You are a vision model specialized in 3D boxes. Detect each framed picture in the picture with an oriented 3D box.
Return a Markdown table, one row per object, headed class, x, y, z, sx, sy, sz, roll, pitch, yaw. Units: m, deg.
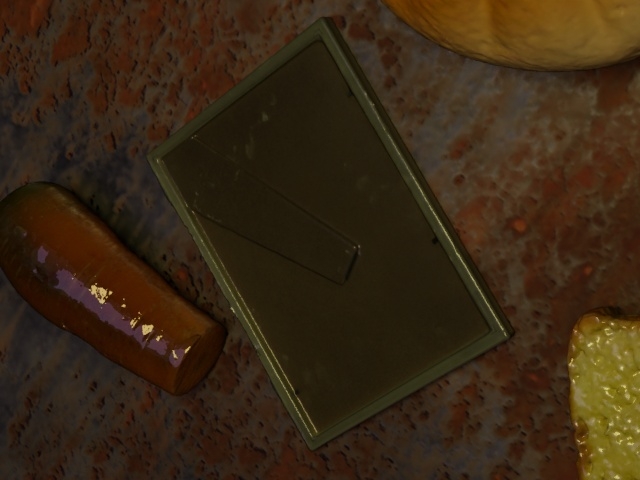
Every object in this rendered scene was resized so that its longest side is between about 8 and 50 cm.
| class | x | y | z | sx | sy | sz | roll | pitch | yaw |
| --- | --- | --- | --- | --- | --- | --- | --- | --- | --- |
| framed picture | 0.000 | 0.000 | 1.015 | 0.184 | 0.016 | 0.250 | -35 | 80 | 29 |

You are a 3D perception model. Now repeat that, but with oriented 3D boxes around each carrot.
| class | x | y | z | sx | sy | sz | roll | pitch | yaw |
| --- | --- | --- | --- | --- | --- | --- | --- | --- | --- |
| carrot | -0.161 | 0.037 | 1.073 | 0.193 | 0.087 | 0.087 | 42 | 115 | 15 |

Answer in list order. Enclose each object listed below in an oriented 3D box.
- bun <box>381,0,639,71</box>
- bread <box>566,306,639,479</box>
| class | x | y | z | sx | sy | sz | roll | pitch | yaw |
| --- | --- | --- | --- | --- | --- | --- | --- | --- | --- |
| bun | 0.126 | -0.239 | 0.822 | 0.299 | 0.165 | 0.299 | 6 | 102 | 27 |
| bread | 0.208 | 0.128 | 0.894 | 0.103 | 0.065 | 0.187 | -11 | 91 | 28 |
